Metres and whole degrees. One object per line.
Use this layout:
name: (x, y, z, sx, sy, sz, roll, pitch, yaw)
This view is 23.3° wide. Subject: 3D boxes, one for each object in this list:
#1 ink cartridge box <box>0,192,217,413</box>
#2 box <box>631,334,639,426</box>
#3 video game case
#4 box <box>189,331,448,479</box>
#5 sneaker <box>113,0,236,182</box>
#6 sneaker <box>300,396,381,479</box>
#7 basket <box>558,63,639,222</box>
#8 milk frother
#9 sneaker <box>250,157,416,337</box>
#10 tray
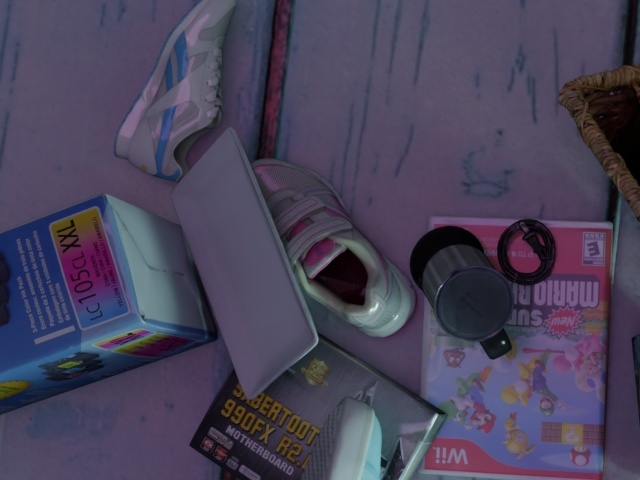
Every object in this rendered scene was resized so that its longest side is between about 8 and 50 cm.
ink cartridge box: (-0.346, 0.097, 1.699, 0.395, 0.270, 0.151, -18, 79, 11)
box: (0.346, 0.172, 1.560, 0.044, 0.233, 0.159, -5, 84, 8)
video game case: (0.212, 0.118, 1.701, 0.204, 0.025, 0.285, 2, 86, 12)
box: (-0.003, 0.209, 1.710, 0.231, 0.056, 0.183, 32, 94, 19)
sneaker: (-0.146, -0.178, 1.778, 0.092, 0.087, 0.229, 29, 99, 6)
sneaker: (0.042, 0.350, 1.601, 0.150, 0.135, 0.366, 12, 80, -13)
basket: (0.410, -0.058, 1.514, 0.213, 0.223, 0.299, -33, 49, 10)
milk frother: (0.182, 0.036, 1.630, 0.129, 0.135, 0.143, 41, 99, -19)
sneaker: (0.000, 0.000, 1.711, 0.252, 0.111, 0.103, 43, 95, 12)
tray: (-0.079, 0.024, 1.700, 0.145, 0.030, 0.270, -43, 60, 41)
